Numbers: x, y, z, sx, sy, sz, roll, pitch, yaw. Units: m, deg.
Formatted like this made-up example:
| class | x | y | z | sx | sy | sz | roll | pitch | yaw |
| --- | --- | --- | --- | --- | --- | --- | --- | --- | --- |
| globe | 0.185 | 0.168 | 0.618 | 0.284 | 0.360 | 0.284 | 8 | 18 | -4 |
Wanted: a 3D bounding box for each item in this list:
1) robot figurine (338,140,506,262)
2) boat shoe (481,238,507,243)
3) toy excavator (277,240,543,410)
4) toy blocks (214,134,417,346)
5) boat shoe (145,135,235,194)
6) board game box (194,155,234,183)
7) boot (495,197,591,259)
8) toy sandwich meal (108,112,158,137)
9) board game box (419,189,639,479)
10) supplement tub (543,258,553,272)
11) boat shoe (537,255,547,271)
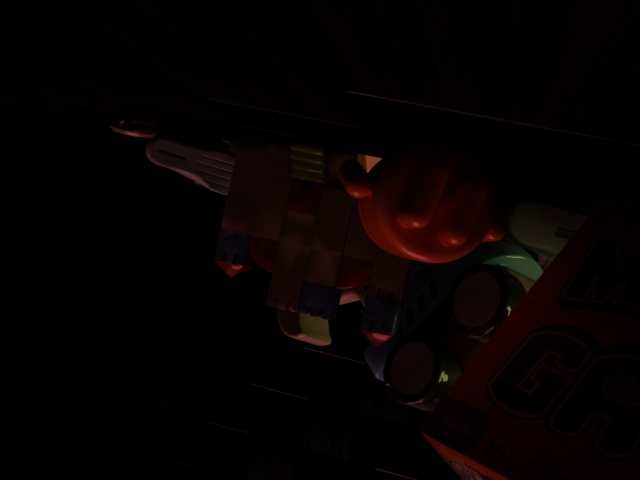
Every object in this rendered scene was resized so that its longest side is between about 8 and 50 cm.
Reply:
| class | x | y | z | sx | sy | sz | roll | pitch | yaw |
| --- | --- | --- | --- | --- | --- | --- | --- | --- | --- |
| robot figurine | 0.108 | -0.042 | 0.868 | 0.158 | 0.128 | 0.219 | -15 | -177 | -6 |
| boat shoe | 0.173 | -0.049 | 1.397 | 0.324 | 0.122 | 0.120 | 15 | -150 | -22 |
| toy excavator | 0.144 | 0.115 | 1.343 | 0.222 | 0.433 | 0.445 | 23 | -154 | -38 |
| toy blocks | 0.000 | 0.000 | 1.209 | 0.382 | 0.260 | 0.191 | 13 | -179 | 15 |
| boat shoe | -0.243 | -0.161 | 1.624 | 0.226 | 0.083 | 0.076 | 25 | -173 | -25 |
| board game box | -0.140 | -0.131 | 1.859 | 0.254 | 0.079 | 0.336 | 12 | -179 | -1 |
| boot | 0.388 | -0.011 | 1.270 | 0.258 | 0.095 | 0.123 | 21 | -175 | -11 |
| toy sandwich meal | -0.303 | -0.188 | 1.312 | 0.086 | 0.029 | 0.085 | 12 | -168 | -3 |
| board game box | 0.397 | 0.208 | 0.778 | 0.356 | 0.356 | 0.356 | 50 | 163 | -25 |
| supplement tub | 0.548 | 0.084 | 1.413 | 0.272 | 0.191 | 0.191 | 13 | -179 | -24 |
| boat shoe | 0.604 | 0.097 | 1.680 | 0.367 | 0.156 | 0.136 | 23 | -170 | 42 |
